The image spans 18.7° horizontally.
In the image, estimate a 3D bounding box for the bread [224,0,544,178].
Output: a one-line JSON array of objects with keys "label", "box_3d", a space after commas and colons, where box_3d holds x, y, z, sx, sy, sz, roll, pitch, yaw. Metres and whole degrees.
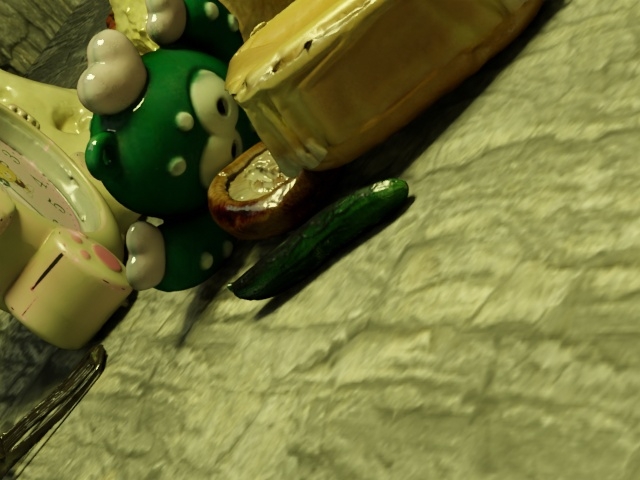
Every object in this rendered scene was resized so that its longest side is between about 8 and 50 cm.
[{"label": "bread", "box_3d": [0.051, -0.153, 1.408, 0.241, 0.107, 0.136, -35, 21, 15]}]

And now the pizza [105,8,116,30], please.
[{"label": "pizza", "box_3d": [-0.155, -0.303, 2.201, 0.409, 0.114, 0.278, -63, 2, 27]}]

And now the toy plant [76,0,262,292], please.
[{"label": "toy plant", "box_3d": [-0.114, -0.087, 1.579, 0.112, 0.233, 0.243, -1, 34, 33]}]

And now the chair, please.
[{"label": "chair", "box_3d": [-0.292, 0.150, 1.713, 0.212, 0.101, 0.084, -52, 16, -2]}]

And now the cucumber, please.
[{"label": "cucumber", "box_3d": [0.000, 0.000, 1.385, 0.184, 0.033, 0.036, -37, -4, 39]}]

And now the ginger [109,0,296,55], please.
[{"label": "ginger", "box_3d": [-0.104, -0.243, 1.909, 0.130, 0.221, 0.276, -50, 21, 38]}]

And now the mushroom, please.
[{"label": "mushroom", "box_3d": [-0.028, -0.045, 1.506, 0.123, 0.052, 0.123, -22, 27, 12]}]

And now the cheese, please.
[{"label": "cheese", "box_3d": [-0.290, -0.055, 2.108, 0.174, 0.251, 0.248, -89, 3, -46]}]

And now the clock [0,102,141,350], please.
[{"label": "clock", "box_3d": [-0.317, -0.048, 1.845, 0.114, 0.309, 0.284, -48, 16, 17]}]
